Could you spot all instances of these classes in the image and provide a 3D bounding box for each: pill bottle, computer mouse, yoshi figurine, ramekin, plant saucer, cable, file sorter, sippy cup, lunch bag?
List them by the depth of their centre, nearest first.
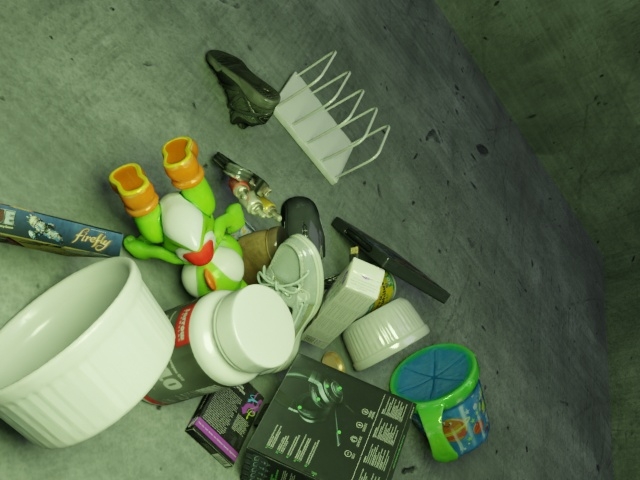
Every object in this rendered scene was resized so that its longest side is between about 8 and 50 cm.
[{"bbox_3d":[-0.345,0.161,0.942,0.135,0.277,0.277,57,36,-25],"label":"ramekin"},{"bbox_3d":[-0.192,0.176,1.108,0.161,0.283,0.161,28,50,-41],"label":"pill bottle"},{"bbox_3d":[-0.239,-0.015,1.227,0.203,0.204,0.362,-63,144,-39],"label":"yoshi figurine"},{"bbox_3d":[-0.184,-0.127,1.355,0.139,0.287,0.072,37,88,-40],"label":"cable"},{"bbox_3d":[-0.163,-0.008,1.441,0.071,0.053,0.083,48,36,-33],"label":"lunch bag"},{"bbox_3d":[0.026,0.302,1.543,0.083,0.015,0.083,28,51,-41],"label":"plant saucer"},{"bbox_3d":[0.000,0.000,1.550,0.184,0.060,0.261,-1,65,-5],"label":"computer mouse"},{"bbox_3d":[0.151,0.222,1.593,0.207,0.207,0.109,-18,76,-54],"label":"ramekin"},{"bbox_3d":[0.092,0.131,1.634,0.208,0.118,0.117,-15,84,-54],"label":"pill bottle"},{"bbox_3d":[0.327,0.424,1.704,0.305,0.240,0.224,-40,116,-28],"label":"sippy cup"},{"bbox_3d":[0.037,-0.334,1.771,0.277,0.173,0.192,49,40,-23],"label":"file sorter"}]

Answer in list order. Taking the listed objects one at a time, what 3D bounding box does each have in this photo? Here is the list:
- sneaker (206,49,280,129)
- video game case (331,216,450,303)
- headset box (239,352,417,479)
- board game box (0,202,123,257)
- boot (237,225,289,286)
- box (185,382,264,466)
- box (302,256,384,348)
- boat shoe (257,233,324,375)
[{"bbox_3d":[-0.203,-0.352,1.564,0.227,0.130,0.087,43,39,14],"label":"sneaker"},{"bbox_3d":[0.185,0.051,1.735,0.275,0.035,0.248,30,8,-40],"label":"video game case"},{"bbox_3d":[0.009,0.385,1.272,0.283,0.131,0.246,22,43,8],"label":"headset box"},{"bbox_3d":[-0.449,-0.018,0.987,0.243,0.165,0.042,18,77,-47],"label":"board game box"},{"bbox_3d":[-0.095,0.101,1.432,0.112,0.115,0.305,-77,153,-52],"label":"boot"},{"bbox_3d":[-0.179,0.330,1.258,0.116,0.029,0.162,51,40,-22],"label":"box"},{"bbox_3d":[0.034,0.132,1.289,0.067,0.324,0.063,22,60,-6],"label":"box"},{"bbox_3d":[-0.084,0.137,1.290,0.118,0.320,0.103,37,31,29],"label":"boat shoe"}]
